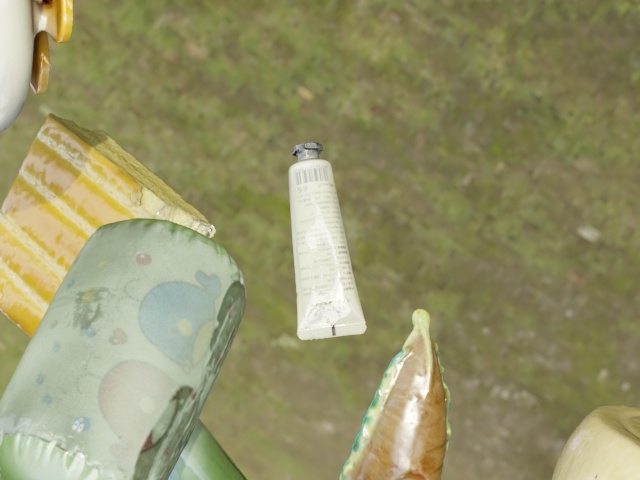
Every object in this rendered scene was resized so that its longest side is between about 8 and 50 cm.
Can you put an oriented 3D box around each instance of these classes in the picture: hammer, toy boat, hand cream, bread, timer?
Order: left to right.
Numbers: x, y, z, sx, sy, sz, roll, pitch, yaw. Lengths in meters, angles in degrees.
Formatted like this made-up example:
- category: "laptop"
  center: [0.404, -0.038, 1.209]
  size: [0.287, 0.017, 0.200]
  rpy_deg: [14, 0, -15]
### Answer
- category: "timer"
  center: [-0.373, -0.204, 1.668]
  size: [0.240, 0.233, 0.233]
  rpy_deg: [-5, 170, -20]
- category: "bread"
  center: [-0.267, 0.016, 2.023]
  size: [0.246, 0.239, 0.111]
  rpy_deg: [36, -166, 38]
- category: "hammer"
  center: [-0.091, 0.149, 1.183]
  size: [0.119, 0.206, 0.335]
  rpy_deg: [9, 147, 30]
- category: "hand cream"
  center: [0.000, 0.000, 2.039]
  size: [0.080, 0.234, 0.050]
  rpy_deg: [-8, 164, 1]
- category: "toy boat"
  center: [0.064, 0.209, 1.606]
  size: [0.109, 0.292, 0.099]
  rpy_deg: [5, -150, -21]

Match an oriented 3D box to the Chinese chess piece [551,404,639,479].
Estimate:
- category: "Chinese chess piece"
  center: [0.292, 0.208, 1.265]
  size: [0.257, 0.104, 0.257]
  rpy_deg: [18, -174, -2]
